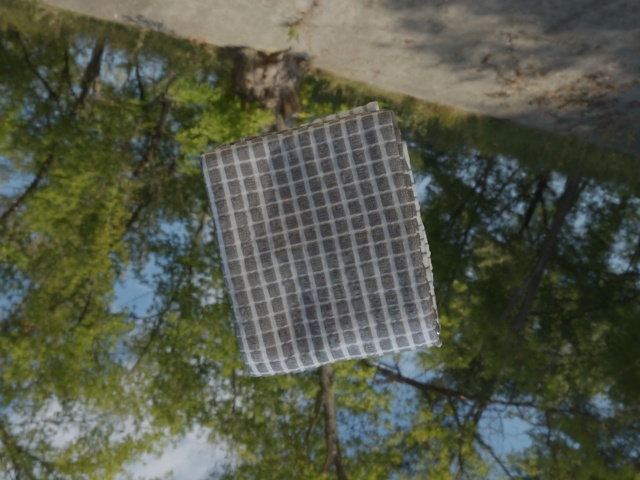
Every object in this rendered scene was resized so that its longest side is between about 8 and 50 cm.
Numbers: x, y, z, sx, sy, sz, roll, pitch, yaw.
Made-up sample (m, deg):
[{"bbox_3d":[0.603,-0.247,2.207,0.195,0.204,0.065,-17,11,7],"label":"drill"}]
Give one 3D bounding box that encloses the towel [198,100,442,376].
[{"bbox_3d":[0.000,0.000,0.764,0.234,0.284,0.121,-13,-179,13],"label":"towel"}]
